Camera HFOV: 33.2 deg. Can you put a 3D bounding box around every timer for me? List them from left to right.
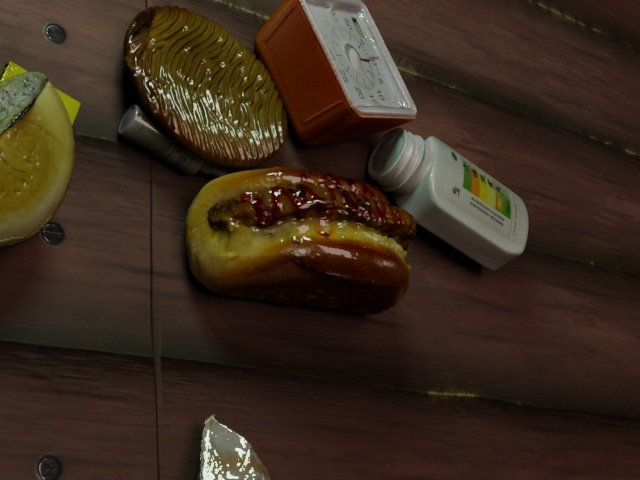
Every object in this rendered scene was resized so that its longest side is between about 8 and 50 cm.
[{"bbox_3d":[0.040,-0.310,1.917,0.250,0.161,0.258,-16,77,-45],"label":"timer"}]

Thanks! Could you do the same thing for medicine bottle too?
[{"bbox_3d":[-0.221,-0.143,1.691,0.199,0.057,0.058,30,53,-28],"label":"medicine bottle"},{"bbox_3d":[0.242,-0.085,2.019,0.324,0.124,0.179,30,44,-25],"label":"medicine bottle"}]

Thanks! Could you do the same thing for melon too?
[{"bbox_3d":[-0.123,0.344,1.498,0.203,0.093,0.139,61,30,5],"label":"melon"}]

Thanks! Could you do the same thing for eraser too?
[{"bbox_3d":[-0.419,-0.185,1.548,0.122,0.045,0.097,31,52,-25],"label":"eraser"}]

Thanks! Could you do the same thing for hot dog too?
[{"bbox_3d":[0.000,-0.002,1.700,0.405,0.223,0.185,10,67,-37],"label":"hot dog"}]

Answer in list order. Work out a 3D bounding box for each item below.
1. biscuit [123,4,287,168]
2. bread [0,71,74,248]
[{"bbox_3d":[-0.181,-0.254,1.748,0.317,0.040,0.318,29,42,-29],"label":"biscuit"},{"bbox_3d":[-0.425,-0.087,1.435,0.261,0.158,0.156,-59,135,-33],"label":"bread"}]
